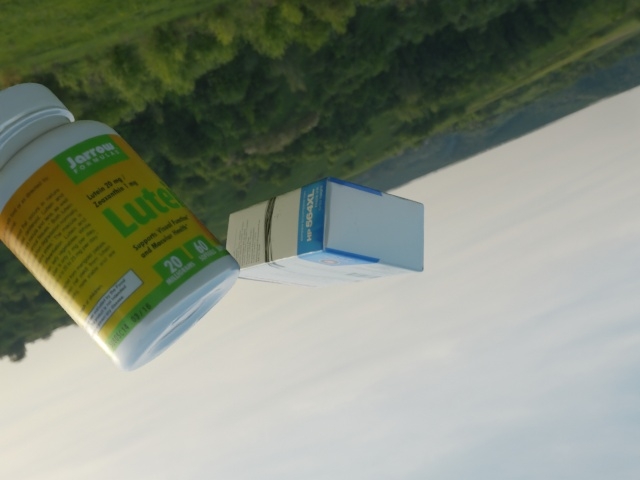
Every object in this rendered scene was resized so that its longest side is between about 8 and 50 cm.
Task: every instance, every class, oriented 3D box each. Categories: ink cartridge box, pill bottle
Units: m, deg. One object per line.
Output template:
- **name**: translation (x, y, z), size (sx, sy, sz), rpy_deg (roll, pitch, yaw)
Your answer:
- **ink cartridge box**: translation (0.000, 0.000, 0.819), size (0.148, 0.086, 0.203), rpy_deg (12, 165, -37)
- **pill bottle**: translation (-0.200, -0.017, 0.609), size (0.136, 0.245, 0.136), rpy_deg (-43, 176, -4)
